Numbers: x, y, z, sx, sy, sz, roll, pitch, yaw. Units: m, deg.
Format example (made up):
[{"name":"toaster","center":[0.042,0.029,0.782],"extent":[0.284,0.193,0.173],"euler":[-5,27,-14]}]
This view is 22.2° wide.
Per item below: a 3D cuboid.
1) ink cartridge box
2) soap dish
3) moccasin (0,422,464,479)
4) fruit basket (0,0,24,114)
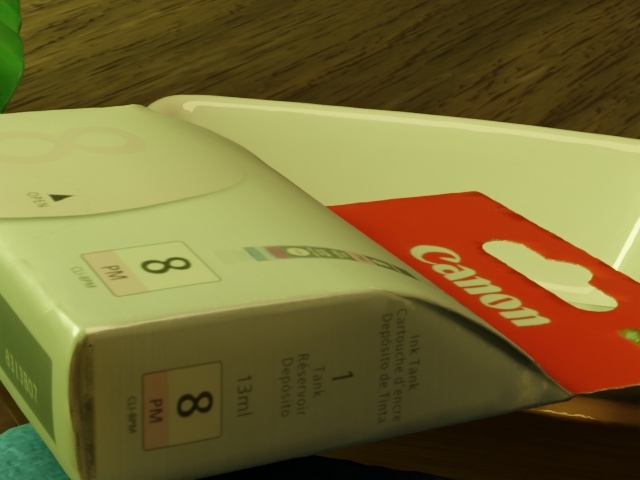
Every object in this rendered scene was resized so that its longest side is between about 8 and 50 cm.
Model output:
[{"name":"ink cartridge box","center":[0.000,0.000,0.532],"extent":[0.232,0.066,0.189],"euler":[-12,24,-24]},{"name":"soap dish","center":[0.030,0.032,0.695],"extent":[0.291,0.118,0.229],"euler":[7,24,9]},{"name":"moccasin","center":[0.055,0.139,0.454],"extent":[0.342,0.117,0.138],"euler":[14,17,13]},{"name":"fruit basket","center":[-0.353,-0.118,0.796],"extent":[0.392,0.283,0.392],"euler":[29,15,-9]}]
